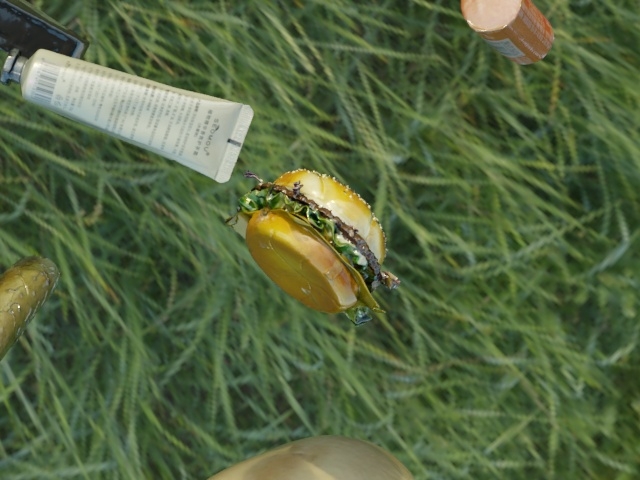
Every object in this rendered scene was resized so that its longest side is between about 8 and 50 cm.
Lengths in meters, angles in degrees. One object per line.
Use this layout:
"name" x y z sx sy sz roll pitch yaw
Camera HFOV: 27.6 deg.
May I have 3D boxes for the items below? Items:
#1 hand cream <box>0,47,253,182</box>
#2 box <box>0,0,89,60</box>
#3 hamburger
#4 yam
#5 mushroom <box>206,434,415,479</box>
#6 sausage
"hand cream" -0.184 -0.127 1.230 0.234 0.050 0.080 19 104 -6
"box" -0.395 -0.271 1.376 0.211 0.350 0.058 27 95 -40
"hamburger" 0.001 0.002 1.299 0.093 0.164 0.189 -49 125 -23
"yam" -0.380 0.116 1.430 0.067 0.317 0.071 14 123 10
"mushroom" -0.026 0.418 1.696 0.362 0.295 0.362 -20 166 -5
"sausage" 0.238 -0.262 1.595 0.074 0.074 0.274 -53 161 10
